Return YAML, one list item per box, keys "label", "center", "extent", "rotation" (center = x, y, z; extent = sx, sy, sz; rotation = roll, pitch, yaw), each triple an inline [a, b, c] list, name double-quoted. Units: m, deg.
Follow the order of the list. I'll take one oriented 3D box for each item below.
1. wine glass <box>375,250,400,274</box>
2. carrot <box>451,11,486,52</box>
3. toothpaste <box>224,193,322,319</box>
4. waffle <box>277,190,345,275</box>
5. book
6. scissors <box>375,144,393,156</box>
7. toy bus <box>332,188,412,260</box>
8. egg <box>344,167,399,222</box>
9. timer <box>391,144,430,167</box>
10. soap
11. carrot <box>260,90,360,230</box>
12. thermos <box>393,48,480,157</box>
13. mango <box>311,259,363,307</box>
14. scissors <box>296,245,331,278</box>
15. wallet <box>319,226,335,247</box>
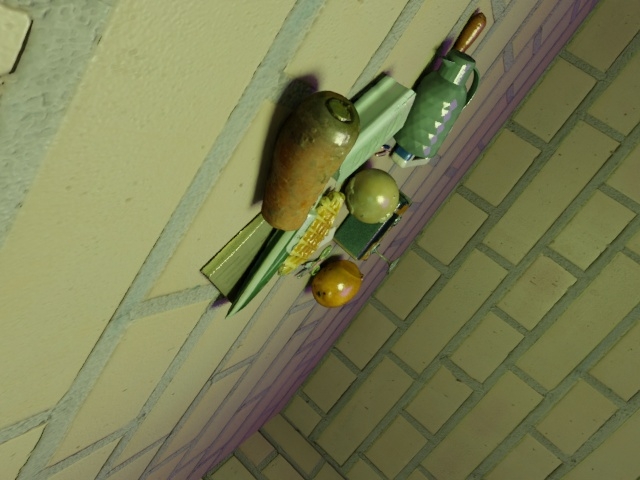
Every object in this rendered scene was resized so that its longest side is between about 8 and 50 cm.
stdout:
- label: "wine glass"
  center: [0.242, 0.053, 2.014]
  extent: [0.122, 0.182, 0.122]
  rotation: [-46, 165, -16]
- label: "carrot"
  center: [0.390, -0.536, 1.341]
  extent: [0.048, 0.048, 0.216]
  rotation: [-27, 157, -54]
- label: "toothpaste"
  center: [-0.114, 0.036, 1.152]
  extent: [0.392, 0.061, 0.098]
  rotation: [-53, 172, 17]
- label: "waffle"
  center: [-0.030, -0.015, 1.320]
  extent: [0.250, 0.056, 0.261]
  rotation: [-43, 165, -40]
- label: "book"
  center: [-0.172, 0.048, 1.159]
  extent: [0.215, 0.025, 0.283]
  rotation: [-47, 165, -16]
- label: "scissors"
  center: [0.199, -0.276, 1.457]
  extent: [0.113, 0.012, 0.039]
  rotation: [-23, 150, -58]
- label: "toy bus"
  center: [0.177, -0.069, 1.648]
  extent: [0.275, 0.138, 0.167]
  rotation: [-52, 163, 14]
- label: "egg"
  center: [0.149, -0.129, 1.397]
  extent: [0.164, 0.164, 0.201]
  rotation: [-48, 170, -7]
- label: "timer"
  center: [0.335, -0.333, 1.582]
  extent: [0.178, 0.078, 0.253]
  rotation: [-56, 162, 27]
- label: "soap"
  center: [0.099, -0.252, 1.090]
  extent: [0.261, 0.094, 0.150]
  rotation: [-45, 163, -20]
- label: "carrot"
  center: [-0.033, -0.146, 0.909]
  extent: [0.138, 0.138, 0.302]
  rotation: [-33, 162, -47]
- label: "thermos"
  center: [0.336, -0.379, 1.325]
  extent: [0.182, 0.145, 0.287]
  rotation: [-1, 135, -34]
- label: "mango"
  center: [0.063, 0.160, 1.824]
  extent: [0.191, 0.160, 0.290]
  rotation: [-47, 177, 19]
- label: "scissors"
  center: [-0.024, 0.085, 1.655]
  extent: [0.134, 0.020, 0.187]
  rotation: [-61, 163, 24]
- label: "wallet"
  center: [0.000, 0.000, 1.518]
  extent: [0.122, 0.025, 0.061]
  rotation: [-35, 160, -41]
